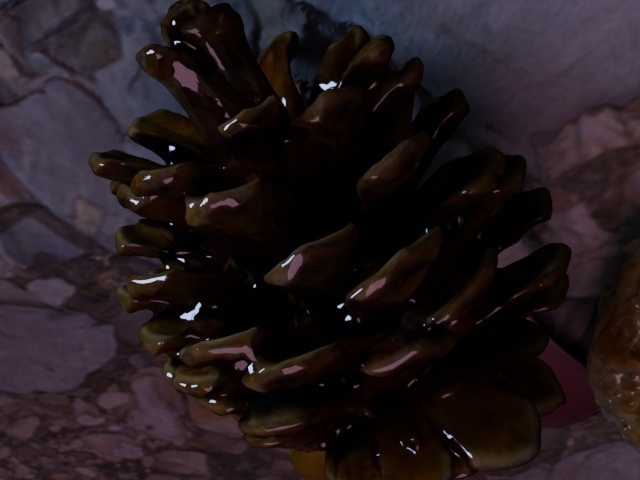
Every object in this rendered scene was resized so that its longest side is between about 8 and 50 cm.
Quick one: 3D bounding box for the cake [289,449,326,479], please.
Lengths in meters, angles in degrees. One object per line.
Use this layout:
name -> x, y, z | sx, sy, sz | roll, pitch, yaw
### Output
cake -> 0.022, 0.123, 0.626 | 0.084, 0.044, 0.084 | -1, 132, -1

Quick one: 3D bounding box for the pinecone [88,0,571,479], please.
pinecone -> -0.002, 0.001, 0.420 | 0.212, 0.169, 0.185 | 44, 161, -28

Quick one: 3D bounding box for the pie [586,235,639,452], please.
pie -> 0.247, 0.054, 0.535 | 0.205, 0.084, 0.179 | -1, 132, 3

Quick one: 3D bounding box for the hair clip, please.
hair clip -> 0.126, 0.076, 0.598 | 0.054, 0.022, 0.137 | -36, 124, 25
